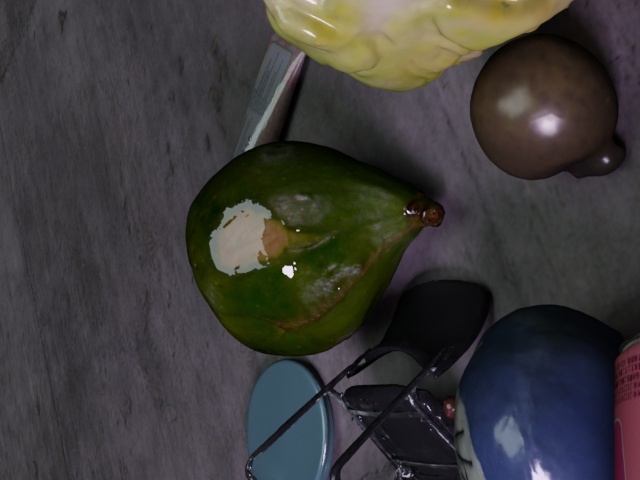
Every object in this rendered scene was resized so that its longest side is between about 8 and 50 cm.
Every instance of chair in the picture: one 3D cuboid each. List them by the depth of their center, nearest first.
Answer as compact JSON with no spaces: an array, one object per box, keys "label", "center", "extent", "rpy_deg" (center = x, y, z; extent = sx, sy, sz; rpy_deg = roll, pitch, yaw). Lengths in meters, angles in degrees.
[{"label":"chair","center":[0.074,0.156,0.889],"extent":[0.145,0.221,0.140],"rpy_deg":[50,149,-18]}]

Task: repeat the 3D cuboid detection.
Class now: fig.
[{"label":"fig","center":[0.000,0.000,0.957],"extent":[0.244,0.195,0.195],"rpy_deg":[-16,74,18]}]

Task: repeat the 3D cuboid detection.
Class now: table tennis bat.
[{"label":"table tennis bat","center":[-0.036,0.240,1.107],"extent":[0.149,0.038,0.237],"rpy_deg":[6,90,54]}]

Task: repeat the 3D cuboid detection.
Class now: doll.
[{"label":"doll","center":[0.153,0.173,0.694],"extent":[0.154,0.228,0.259],"rpy_deg":[-17,89,15]}]

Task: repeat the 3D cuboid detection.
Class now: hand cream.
[{"label":"hand cream","center":[-0.061,-0.124,1.141],"extent":[0.067,0.043,0.210],"rpy_deg":[40,117,46]}]

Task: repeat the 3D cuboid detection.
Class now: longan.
[{"label":"longan","center":[0.163,-0.088,0.766],"extent":[0.119,0.106,0.106],"rpy_deg":[41,137,-4]}]

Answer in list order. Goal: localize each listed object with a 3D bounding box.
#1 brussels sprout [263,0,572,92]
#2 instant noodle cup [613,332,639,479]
[{"label":"brussels sprout","center":[0.090,-0.252,0.676],"extent":[0.268,0.344,0.344],"rpy_deg":[1,91,21]},{"label":"instant noodle cup","center":[0.243,0.171,0.547],"extent":[0.244,0.243,0.255],"rpy_deg":[-26,61,53]}]
